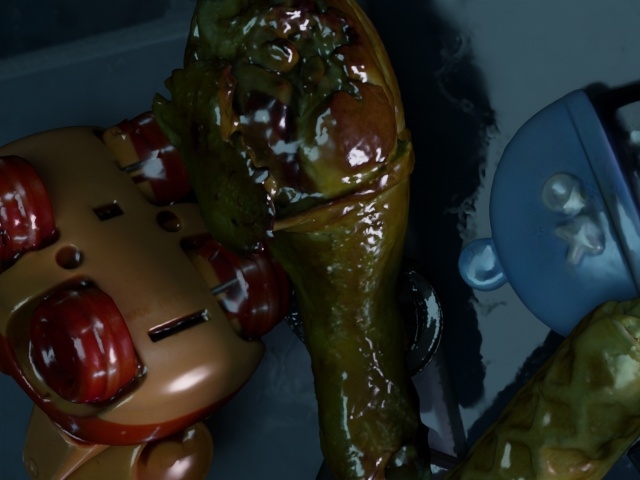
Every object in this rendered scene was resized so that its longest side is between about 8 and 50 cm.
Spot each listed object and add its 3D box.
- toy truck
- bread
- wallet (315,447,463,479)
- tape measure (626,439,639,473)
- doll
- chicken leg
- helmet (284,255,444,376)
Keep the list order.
[{"bbox_3d":[-0.159,0.061,1.059,0.265,0.189,0.239,54,142,21],"label":"toy truck"},{"bbox_3d":[0.116,0.169,0.960,0.367,0.084,0.077,-54,39,34],"label":"bread"},{"bbox_3d":[0.044,0.256,1.100,0.149,0.044,0.250,22,103,8],"label":"wallet"},{"bbox_3d":[0.358,0.055,0.919,0.351,0.215,0.098,-32,89,-8],"label":"tape measure"},{"bbox_3d":[0.237,-0.034,0.952,0.314,0.141,0.177,-23,76,12],"label":"doll"},{"bbox_3d":[0.000,-0.008,0.918,0.140,0.211,0.361,-13,88,27],"label":"chicken leg"},{"bbox_3d":[0.031,0.046,1.056,0.123,0.070,0.098,38,97,3],"label":"helmet"}]
